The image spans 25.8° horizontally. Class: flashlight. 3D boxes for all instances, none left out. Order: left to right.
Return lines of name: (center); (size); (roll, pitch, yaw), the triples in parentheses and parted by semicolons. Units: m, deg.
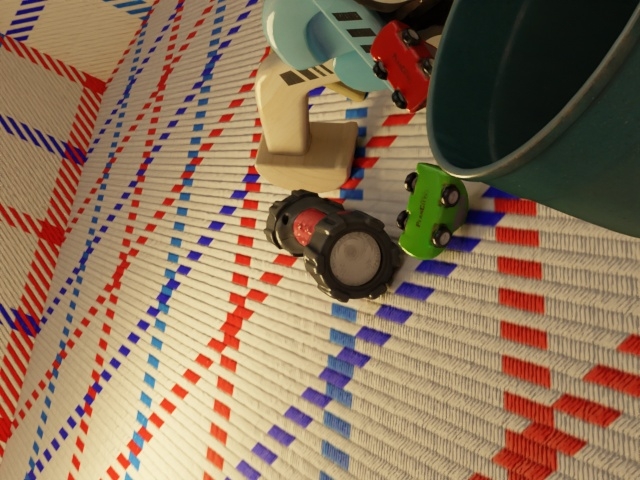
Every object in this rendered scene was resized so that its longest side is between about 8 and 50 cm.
flashlight: (0.000, 0.000, 1.655); (0.103, 0.103, 0.304); (-68, 19, 1)

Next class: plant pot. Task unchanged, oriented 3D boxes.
plant pot: (0.245, -0.113, 0.860); (0.271, 0.255, 0.271); (-54, 22, 33)

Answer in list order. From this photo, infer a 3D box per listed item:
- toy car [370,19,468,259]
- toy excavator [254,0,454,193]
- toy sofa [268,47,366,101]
toy car: (0.131, -0.090, 1.411); (0.239, 0.053, 0.225); (26, 109, 42)
toy excavator: (0.027, -0.246, 1.642); (0.445, 0.433, 0.222); (-12, 51, 33)
toy sofa: (0.084, -0.360, 1.800); (0.362, 0.150, 0.177); (-43, 30, 50)
